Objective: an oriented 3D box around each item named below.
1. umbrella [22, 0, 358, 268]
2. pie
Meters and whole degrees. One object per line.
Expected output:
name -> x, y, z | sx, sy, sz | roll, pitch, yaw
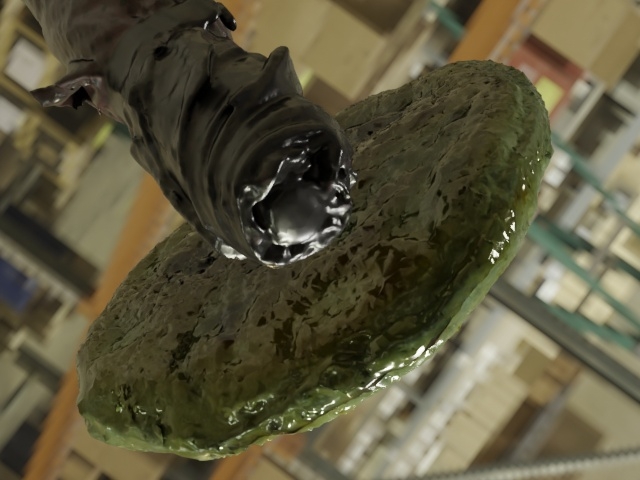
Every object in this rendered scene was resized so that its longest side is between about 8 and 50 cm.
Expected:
umbrella -> -0.075, -0.086, 0.939 | 0.326, 0.090, 0.094 | 47, -62, 51
pie -> 0.000, 0.000, 1.104 | 0.323, 0.070, 0.323 | -34, -158, 16
